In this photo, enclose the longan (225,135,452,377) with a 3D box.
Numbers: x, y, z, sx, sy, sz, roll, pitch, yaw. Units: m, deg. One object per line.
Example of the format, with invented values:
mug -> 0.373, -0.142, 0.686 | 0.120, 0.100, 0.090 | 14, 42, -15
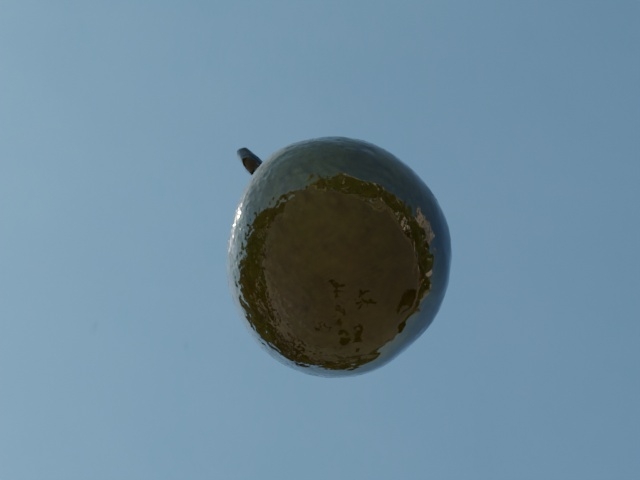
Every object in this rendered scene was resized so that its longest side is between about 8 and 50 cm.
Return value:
longan -> 0.000, 0.000, 0.580 | 0.083, 0.075, 0.075 | 48, -68, 22
